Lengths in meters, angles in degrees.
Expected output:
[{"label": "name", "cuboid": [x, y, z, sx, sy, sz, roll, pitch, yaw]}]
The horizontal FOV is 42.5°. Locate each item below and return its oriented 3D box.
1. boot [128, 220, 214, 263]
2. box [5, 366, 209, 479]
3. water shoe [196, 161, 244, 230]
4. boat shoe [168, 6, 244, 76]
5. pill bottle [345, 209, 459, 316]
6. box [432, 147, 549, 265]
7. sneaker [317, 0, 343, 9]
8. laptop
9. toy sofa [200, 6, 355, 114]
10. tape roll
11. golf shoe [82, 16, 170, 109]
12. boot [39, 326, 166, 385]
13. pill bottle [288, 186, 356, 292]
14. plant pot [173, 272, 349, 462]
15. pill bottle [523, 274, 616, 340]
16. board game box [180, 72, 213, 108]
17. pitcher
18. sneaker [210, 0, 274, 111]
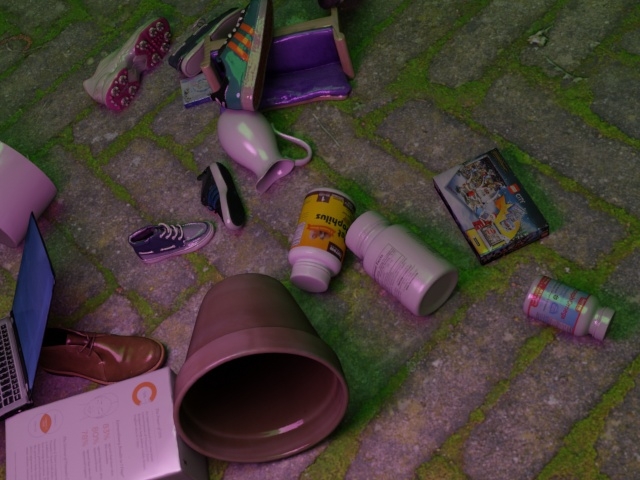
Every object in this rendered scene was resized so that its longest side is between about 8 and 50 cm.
[{"label": "boot", "cuboid": [-0.342, -0.009, 1.891, 0.190, 0.086, 0.069, -23, 57, 0]}, {"label": "box", "cuboid": [-0.414, 0.418, 1.607, 0.345, 0.168, 0.215, -17, 57, 4]}, {"label": "water shoe", "cuboid": [-0.236, -0.091, 1.936, 0.080, 0.073, 0.203, -33, 51, 19]}, {"label": "boat shoe", "cuboid": [-0.300, -0.538, 2.192, 0.079, 0.095, 0.254, 31, 73, 23]}, {"label": "pill bottle", "cuboid": [0.164, 0.041, 1.708, 0.131, 0.131, 0.229, -41, 59, -12]}, {"label": "box", "cuboid": [0.365, -0.076, 1.778, 0.159, 0.044, 0.233, -24, 57, -1]}, {"label": "sneaker", "cuboid": [0.100, -0.751, 2.128, 0.258, 0.169, 0.447, -9, 38, 5]}, {"label": "laptop", "cuboid": [-0.715, 0.182, 1.695, 0.408, 0.236, 0.382, -26, 30, -14]}, {"label": "toy sofa", "cuboid": [-0.104, -0.435, 2.049, 0.363, 0.150, 0.177, -10, 57, 8]}, {"label": "tape roll", "cuboid": [-0.783, -0.120, 1.975, 0.246, 0.246, 0.169, 22, 68, 25]}, {"label": "golf shoe", "cuboid": [-0.522, -0.493, 2.214, 0.140, 0.115, 0.306, 19, 65, 27]}, {"label": "boot", "cuboid": [-0.486, 0.240, 1.765, 0.305, 0.115, 0.112, -1, 58, 12]}, {"label": "pill bottle", "cuboid": [0.000, 0.000, 1.781, 0.117, 0.117, 0.215, 6, 62, 17]}, {"label": "plant pot", "cuboid": [-0.131, 0.223, 1.597, 0.323, 0.323, 0.280, -20, 41, 2]}, {"label": "pill bottle", "cuboid": [0.483, 0.133, 1.598, 0.160, 0.087, 0.087, 23, 68, 25]}, {"label": "board game box", "cuboid": [-0.318, -0.396, 2.155, 0.090, 0.020, 0.090, -16, 58, 4]}, {"label": "pitcher", "cuboid": [-0.136, -0.235, 1.966, 0.178, 0.125, 0.207, -27, 66, -25]}, {"label": "sneaker", "cuboid": [-0.186, -0.454, 1.931, 0.121, 0.108, 0.302, 8, 78, 8]}]
